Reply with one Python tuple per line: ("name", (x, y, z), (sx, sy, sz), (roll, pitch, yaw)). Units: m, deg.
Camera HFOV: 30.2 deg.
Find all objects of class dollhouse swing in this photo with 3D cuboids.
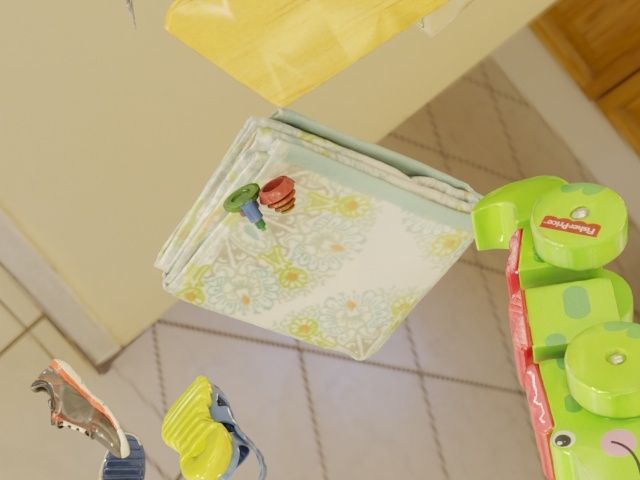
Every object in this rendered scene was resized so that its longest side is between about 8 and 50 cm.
("dollhouse swing", (-0.040, -0.317, 1.002), (0.305, 0.315, 0.347), (55, 14, -15))

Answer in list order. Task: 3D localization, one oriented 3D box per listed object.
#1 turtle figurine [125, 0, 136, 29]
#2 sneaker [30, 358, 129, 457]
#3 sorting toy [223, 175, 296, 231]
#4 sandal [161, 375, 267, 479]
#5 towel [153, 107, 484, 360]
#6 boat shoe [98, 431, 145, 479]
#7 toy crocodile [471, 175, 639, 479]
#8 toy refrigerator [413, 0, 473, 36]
("turtle figurine", (-0.233, -0.364, 1.447), (0.118, 0.234, 0.175), (31, 41, -9))
("sneaker", (-0.304, 0.223, 1.491), (0.065, 0.061, 0.158), (-39, 72, -24))
("sorting toy", (-0.070, -0.042, 1.430), (0.042, 0.102, 0.061), (58, 41, -24))
("sandal", (-0.177, 0.339, 1.997), (0.138, 0.126, 0.317), (37, 8, -23))
("towel", (0.000, 0.000, 1.628), (0.374, 0.320, 0.090), (21, 38, -25))
("boat shoe", (-0.297, 0.365, 1.755), (0.066, 0.183, 0.066), (7, 8, -10))
("toy crocodile", (0.170, 0.072, 0.799), (0.341, 0.105, 0.115), (-92, 169, -46))
("toy refrigerator", (0.064, -0.373, 1.482), (0.269, 0.094, 0.102), (40, -16, 26))
